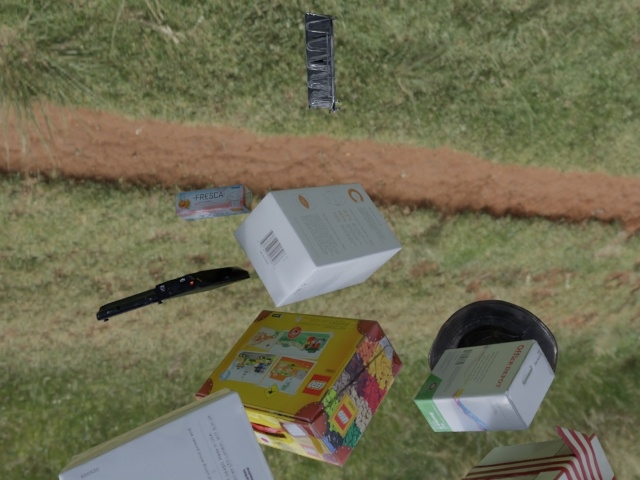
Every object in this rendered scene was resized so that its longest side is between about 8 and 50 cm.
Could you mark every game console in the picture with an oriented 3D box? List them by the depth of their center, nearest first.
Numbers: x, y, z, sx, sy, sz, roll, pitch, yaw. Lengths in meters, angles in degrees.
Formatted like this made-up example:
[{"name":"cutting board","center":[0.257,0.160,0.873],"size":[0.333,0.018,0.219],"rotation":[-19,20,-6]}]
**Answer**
[{"name":"game console","center":[-0.357,0.125,1.674],"size":[0.361,0.044,0.213],"rotation":[-18,176,23]}]

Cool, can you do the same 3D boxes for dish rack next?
[{"name":"dish rack","center":[0.003,-0.369,1.485],"size":[0.074,0.271,0.209],"rotation":[-3,108,1]}]

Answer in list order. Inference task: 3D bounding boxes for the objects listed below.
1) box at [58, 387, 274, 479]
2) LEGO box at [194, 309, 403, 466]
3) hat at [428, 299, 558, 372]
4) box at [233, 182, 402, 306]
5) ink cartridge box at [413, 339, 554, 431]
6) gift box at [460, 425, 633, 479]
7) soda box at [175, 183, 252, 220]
[{"name":"box","center":[-0.135,0.265,0.709],"size":[0.181,0.181,0.119],"rotation":[-23,177,-16]},{"name":"LEGO box","center":[-0.068,0.415,2.120],"size":[0.499,0.372,0.193],"rotation":[0,131,44]},{"name":"hat","center":[0.430,0.311,1.715],"size":[0.330,0.134,0.332],"rotation":[0,112,0]},{"name":"box","center":[0.000,0.000,1.736],"size":[0.345,0.215,0.168],"rotation":[-10,152,-50]},{"name":"ink cartridge box","center":[0.308,0.276,1.346],"size":[0.212,0.093,0.154],"rotation":[-20,-162,46]},{"name":"gift box","center":[0.378,0.477,1.221],"size":[0.258,0.277,0.255],"rotation":[-24,-176,46]},{"name":"soda box","center":[-0.262,-0.093,1.761],"size":[0.183,0.058,0.063],"rotation":[-6,163,14]}]
